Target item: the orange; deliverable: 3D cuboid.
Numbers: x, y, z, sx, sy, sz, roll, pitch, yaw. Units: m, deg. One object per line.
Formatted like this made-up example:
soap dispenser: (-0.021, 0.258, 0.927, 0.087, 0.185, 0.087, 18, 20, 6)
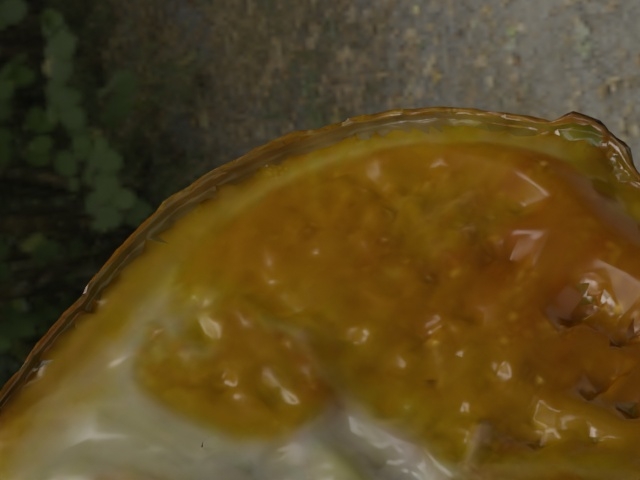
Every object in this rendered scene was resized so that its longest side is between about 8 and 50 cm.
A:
orange: (0.002, 0.115, 0.386, 0.274, 0.310, 0.274, 9, 113, 23)
